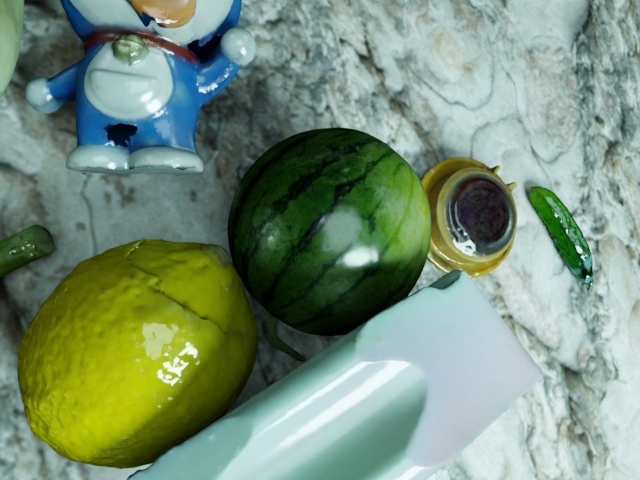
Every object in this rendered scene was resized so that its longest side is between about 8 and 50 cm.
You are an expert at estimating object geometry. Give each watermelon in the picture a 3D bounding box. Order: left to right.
[{"bbox_3d":[0.000,0.000,0.471,0.188,0.188,0.215,40,94,-9],"label":"watermelon"}]

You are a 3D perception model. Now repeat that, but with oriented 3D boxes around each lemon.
[{"bbox_3d":[-0.148,0.092,0.417,0.193,0.180,0.181,-19,90,-5],"label":"lemon"}]

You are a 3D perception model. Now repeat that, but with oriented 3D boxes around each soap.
[{"bbox_3d":[0.004,0.153,0.387,0.323,0.193,0.109,-31,73,-9],"label":"soap"}]

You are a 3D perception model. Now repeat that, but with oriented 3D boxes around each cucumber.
[{"bbox_3d":[0.314,-0.006,0.637,0.037,0.037,0.155,-32,94,-17],"label":"cucumber"}]

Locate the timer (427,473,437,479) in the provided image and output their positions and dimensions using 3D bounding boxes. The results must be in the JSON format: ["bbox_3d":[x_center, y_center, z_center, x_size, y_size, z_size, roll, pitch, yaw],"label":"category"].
[{"bbox_3d":[-0.007,0.302,0.507,0.249,0.091,0.232,-4,86,-5],"label":"timer"}]

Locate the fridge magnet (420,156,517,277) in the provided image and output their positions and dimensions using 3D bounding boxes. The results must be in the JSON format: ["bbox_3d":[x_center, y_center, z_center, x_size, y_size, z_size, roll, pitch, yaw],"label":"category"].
[{"bbox_3d":[0.171,-0.028,0.583,0.142,0.063,0.143,2,83,-19],"label":"fridge magnet"}]

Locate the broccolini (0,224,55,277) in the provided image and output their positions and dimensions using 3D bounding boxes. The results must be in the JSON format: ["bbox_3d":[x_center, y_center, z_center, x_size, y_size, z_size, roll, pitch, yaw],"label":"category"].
[{"bbox_3d":[-0.421,0.069,0.395,0.391,0.074,0.079,-28,99,-15],"label":"broccolini"}]

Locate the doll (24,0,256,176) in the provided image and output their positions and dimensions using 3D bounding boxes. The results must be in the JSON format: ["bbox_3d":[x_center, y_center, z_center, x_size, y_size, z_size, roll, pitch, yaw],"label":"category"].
[{"bbox_3d":[-0.164,-0.181,0.456,0.215,0.161,0.257,2,85,-1],"label":"doll"}]

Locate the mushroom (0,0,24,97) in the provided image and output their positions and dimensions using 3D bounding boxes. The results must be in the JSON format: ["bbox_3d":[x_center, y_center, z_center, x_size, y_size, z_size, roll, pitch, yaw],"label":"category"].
[{"bbox_3d":[-0.398,-0.190,0.327,0.351,0.260,0.353,9,61,-17],"label":"mushroom"}]
